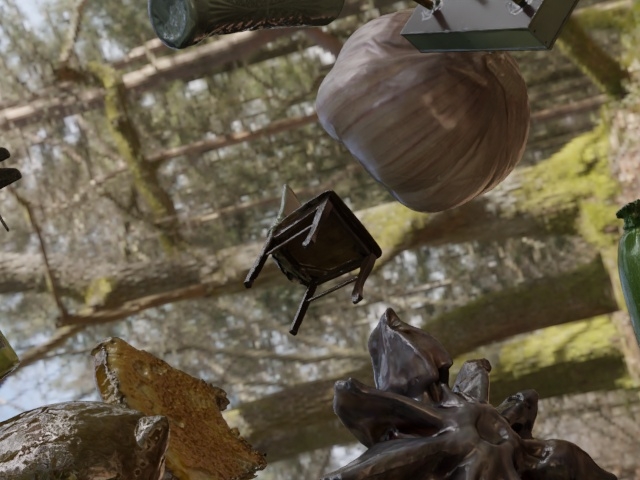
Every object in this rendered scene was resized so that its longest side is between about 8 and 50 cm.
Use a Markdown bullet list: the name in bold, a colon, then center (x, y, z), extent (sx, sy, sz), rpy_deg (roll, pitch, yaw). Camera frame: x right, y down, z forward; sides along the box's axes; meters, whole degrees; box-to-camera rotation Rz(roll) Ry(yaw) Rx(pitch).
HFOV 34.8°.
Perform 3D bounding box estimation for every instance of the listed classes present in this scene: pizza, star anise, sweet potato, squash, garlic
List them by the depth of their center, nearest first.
- **sweet potato**: center (-0.313, 0.228, 0.898), extent (0.130, 0.422, 0.131), rpy_deg (-15, -90, -71)
- **star anise**: center (0.134, 0.223, 0.929), extent (0.359, 0.315, 0.139), rpy_deg (62, 146, 29)
- **pizza**: center (-0.190, 0.254, 1.332), extent (0.223, 0.089, 0.323), rpy_deg (25, -162, -44)
- **squash**: center (0.494, 0.133, 1.410), extent (0.107, 0.107, 0.395), rpy_deg (12, -123, -80)
- **garlic**: center (0.159, -0.189, 1.437), extent (0.317, 0.259, 0.317), rpy_deg (31, -136, -35)

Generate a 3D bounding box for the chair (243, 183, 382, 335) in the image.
- **chair**: center (0.000, 0.000, 1.808), extent (0.160, 0.186, 0.319), rpy_deg (48, -147, -18)

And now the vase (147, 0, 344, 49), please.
- **vase**: center (-0.079, -0.259, 1.091), extent (0.219, 0.096, 0.096), rpy_deg (-24, -78, -42)

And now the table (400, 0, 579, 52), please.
- **table**: center (0.174, -0.291, 1.139), extent (0.111, 0.122, 0.240), rpy_deg (36, 170, -28)

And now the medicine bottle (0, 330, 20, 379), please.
- **medicine bottle**: center (-0.465, 0.081, 1.194), extent (0.239, 0.124, 0.124), rpy_deg (54, -171, 1)

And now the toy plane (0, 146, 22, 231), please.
- **toy plane**: center (-0.410, -0.132, 1.036), extent (0.212, 0.088, 0.267), rpy_deg (50, 171, 38)
